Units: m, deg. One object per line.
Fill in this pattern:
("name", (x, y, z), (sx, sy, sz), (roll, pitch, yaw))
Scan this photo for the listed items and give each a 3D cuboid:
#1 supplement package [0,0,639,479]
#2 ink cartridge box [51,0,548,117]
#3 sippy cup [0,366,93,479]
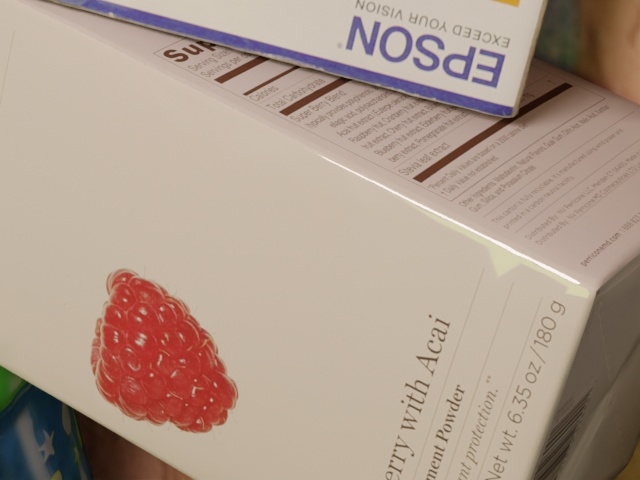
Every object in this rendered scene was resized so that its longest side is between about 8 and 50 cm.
("supplement package", (0.000, 0.000, 0.808), (0.293, 0.175, 0.177), (27, 121, 21))
("ink cartridge box", (-0.035, -0.247, 0.715), (0.324, 0.071, 0.330), (15, 110, 2))
("sippy cup", (-0.217, 0.132, 0.966), (0.240, 0.305, 0.224), (-12, 123, 12))
